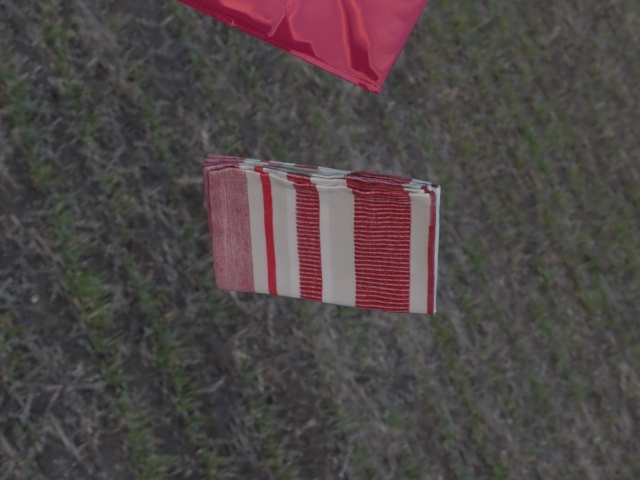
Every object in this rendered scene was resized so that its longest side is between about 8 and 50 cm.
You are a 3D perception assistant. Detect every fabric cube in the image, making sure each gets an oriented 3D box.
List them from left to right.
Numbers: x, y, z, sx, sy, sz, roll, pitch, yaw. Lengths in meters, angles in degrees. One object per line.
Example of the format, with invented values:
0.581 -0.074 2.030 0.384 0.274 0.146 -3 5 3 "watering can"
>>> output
-0.001 -0.344 1.152 0.259 0.258 0.254 23 23 -13 "fabric cube"

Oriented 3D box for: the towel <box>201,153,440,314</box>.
0.000 0.000 1.599 0.037 0.329 0.237 -69 161 -48 "towel"
